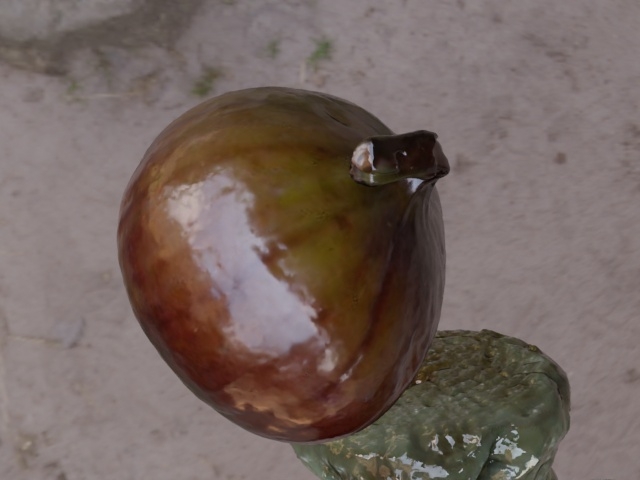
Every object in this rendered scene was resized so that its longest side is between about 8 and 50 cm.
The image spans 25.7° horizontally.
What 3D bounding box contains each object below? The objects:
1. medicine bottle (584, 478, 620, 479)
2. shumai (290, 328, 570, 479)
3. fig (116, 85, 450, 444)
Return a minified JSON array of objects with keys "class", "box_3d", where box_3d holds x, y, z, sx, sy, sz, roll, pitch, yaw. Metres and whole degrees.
[{"class":"medicine bottle","box_3d":[0.174,0.164,0.645,0.105,0.168,0.105,-14,71,45]},{"class":"shumai","box_3d":[0.129,0.256,1.475,0.304,0.309,0.263,-14,108,8]},{"class":"fig","box_3d":[-0.011,0.009,0.893,0.214,0.235,0.235,-24,84,5]}]
